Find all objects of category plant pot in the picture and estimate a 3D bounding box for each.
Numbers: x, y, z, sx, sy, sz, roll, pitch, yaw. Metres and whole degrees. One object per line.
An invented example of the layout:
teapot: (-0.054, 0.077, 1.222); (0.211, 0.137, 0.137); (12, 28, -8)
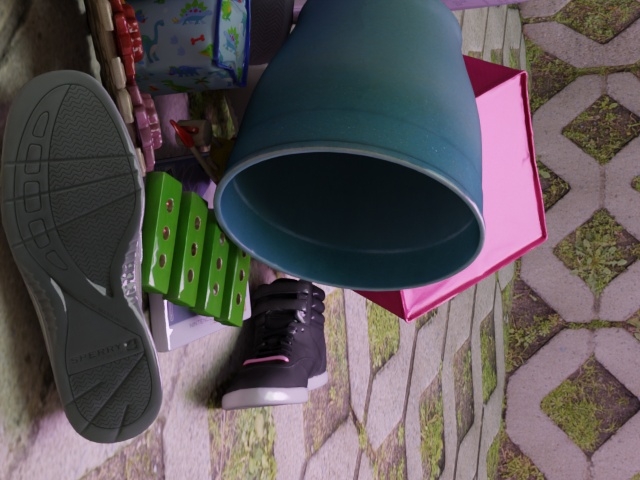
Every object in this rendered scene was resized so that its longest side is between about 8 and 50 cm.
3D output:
plant pot: (0.045, -0.123, 1.241); (0.271, 0.272, 0.255); (60, 34, -55)

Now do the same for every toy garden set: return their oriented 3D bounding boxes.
toy garden set: (-0.132, -0.031, 1.214); (0.244, 0.049, 0.203); (39, 55, -69)

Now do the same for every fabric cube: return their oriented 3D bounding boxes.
fabric cube: (0.106, -0.092, 1.565); (0.254, 0.258, 0.259); (-27, 122, -25)

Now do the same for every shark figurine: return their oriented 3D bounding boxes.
shark figurine: (-0.047, -0.141, 1.393); (0.166, 0.116, 0.278); (23, 41, -62)

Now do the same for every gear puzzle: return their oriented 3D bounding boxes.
gear puzzle: (-0.188, -0.234, 1.059); (0.175, 0.044, 0.339); (-134, -147, -67)

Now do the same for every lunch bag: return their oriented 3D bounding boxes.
lunch bag: (-0.141, -0.230, 1.199); (0.096, 0.129, 0.151); (43, 48, -65)

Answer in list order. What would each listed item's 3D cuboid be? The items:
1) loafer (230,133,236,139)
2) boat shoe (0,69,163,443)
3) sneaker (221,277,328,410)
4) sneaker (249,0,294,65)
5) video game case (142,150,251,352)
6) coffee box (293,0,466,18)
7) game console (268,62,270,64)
loafer: (-0.105, -0.073, 1.427); (0.039, 0.045, 0.125); (36, 57, -57)
boat shoe: (-0.206, 0.013, 1.029); (0.103, 0.118, 0.320); (-153, -130, -67)
sneaker: (-0.058, 0.122, 1.459); (0.296, 0.105, 0.147); (-11, 97, -77)
sneaker: (-0.075, -0.365, 1.320); (0.180, 0.125, 0.321); (-53, 136, -60)
video game case: (-0.135, 0.006, 1.317); (0.183, 0.023, 0.201); (-19, 106, -63)
coffee box: (0.090, -0.465, 1.532); (0.337, 0.338, 0.334); (-35, 119, -77)
game console: (-0.067, -0.222, 1.604); (0.107, 0.071, 0.122); (-120, -166, -58)
